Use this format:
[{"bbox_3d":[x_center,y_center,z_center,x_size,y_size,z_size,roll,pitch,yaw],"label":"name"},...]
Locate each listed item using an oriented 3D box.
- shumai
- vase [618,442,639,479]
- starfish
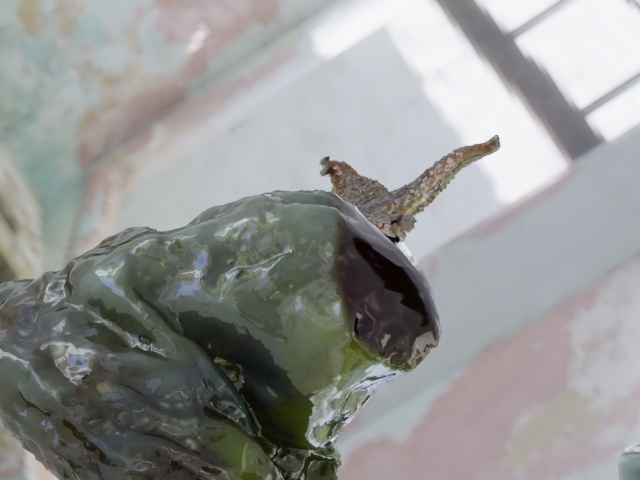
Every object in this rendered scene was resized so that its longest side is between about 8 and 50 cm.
[{"bbox_3d":[-0.064,0.070,1.294,0.304,0.263,0.309,39,175,38],"label":"shumai"},{"bbox_3d":[0.436,0.364,2.171,0.245,0.245,0.291,-1,-95,-87],"label":"vase"},{"bbox_3d":[0.003,0.004,1.559,0.048,0.295,0.231,55,159,-20],"label":"starfish"}]
